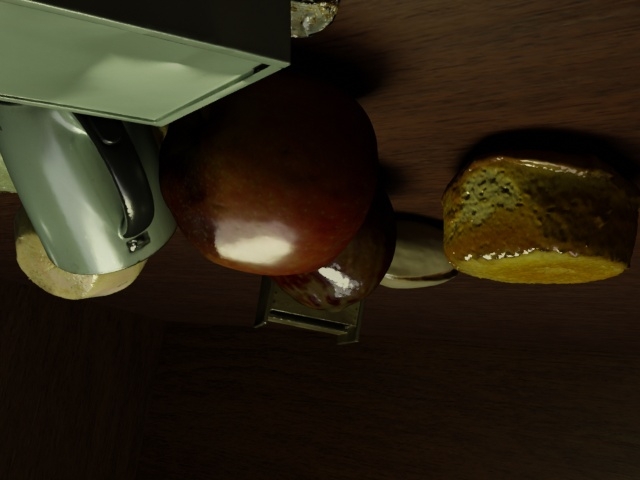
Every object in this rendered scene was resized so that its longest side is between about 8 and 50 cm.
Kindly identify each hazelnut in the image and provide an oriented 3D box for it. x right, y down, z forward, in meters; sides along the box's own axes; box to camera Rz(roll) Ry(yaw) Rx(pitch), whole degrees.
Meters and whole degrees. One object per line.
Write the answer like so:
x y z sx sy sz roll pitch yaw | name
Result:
0.000 0.000 1.121 0.218 0.218 0.234 14 168 -19 | hazelnut

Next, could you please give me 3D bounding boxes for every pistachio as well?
0.155 0.027 1.299 0.184 0.125 0.124 4 167 -5 | pistachio

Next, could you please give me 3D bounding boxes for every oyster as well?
-0.016 -0.204 0.677 0.083 0.019 0.054 0 163 42 | oyster

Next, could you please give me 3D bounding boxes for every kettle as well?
-0.242 -0.088 0.809 0.221 0.161 0.237 38 148 40 | kettle

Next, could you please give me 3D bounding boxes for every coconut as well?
-0.387 -0.017 1.283 0.236 0.237 0.197 7 126 7 | coconut

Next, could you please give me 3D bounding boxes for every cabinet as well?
-0.014 0.067 1.380 0.174 0.215 0.148 12 167 -10 | cabinet

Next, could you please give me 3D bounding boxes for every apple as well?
-0.059 -0.075 0.809 0.229 0.230 0.230 9 167 2 | apple

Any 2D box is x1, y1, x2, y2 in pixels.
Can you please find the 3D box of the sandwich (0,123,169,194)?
-0.347 -0.126 1.048 0.301 0.099 0.271 8 161 -2 | sandwich

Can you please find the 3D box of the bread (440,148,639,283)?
0.277 -0.024 0.969 0.268 0.146 0.268 6 169 1 | bread

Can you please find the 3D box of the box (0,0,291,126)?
-0.177 -0.182 0.579 0.224 0.118 0.225 4 173 -36 | box
